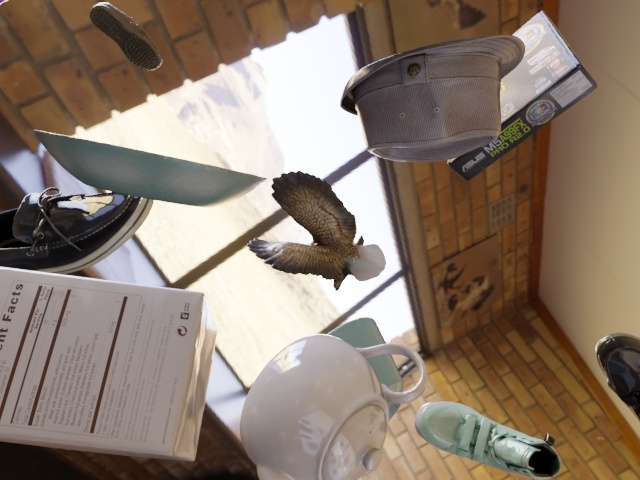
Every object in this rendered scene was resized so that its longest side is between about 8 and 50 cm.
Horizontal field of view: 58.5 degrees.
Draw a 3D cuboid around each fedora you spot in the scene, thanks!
[{"bbox_3d":[0.168,-0.188,0.843,0.244,0.275,0.125,36,46,-81],"label":"fedora"}]

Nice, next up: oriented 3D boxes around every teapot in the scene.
[{"bbox_3d":[0.020,0.276,0.868,0.187,0.256,0.252,25,10,38],"label":"teapot"}]

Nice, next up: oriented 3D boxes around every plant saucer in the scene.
[{"bbox_3d":[-0.144,-0.056,0.495,0.195,0.194,0.038,-145,-114,-79],"label":"plant saucer"}]

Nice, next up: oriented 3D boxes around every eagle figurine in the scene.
[{"bbox_3d":[-0.009,0.005,1.383,0.298,0.225,0.226,42,16,-43],"label":"eagle figurine"}]

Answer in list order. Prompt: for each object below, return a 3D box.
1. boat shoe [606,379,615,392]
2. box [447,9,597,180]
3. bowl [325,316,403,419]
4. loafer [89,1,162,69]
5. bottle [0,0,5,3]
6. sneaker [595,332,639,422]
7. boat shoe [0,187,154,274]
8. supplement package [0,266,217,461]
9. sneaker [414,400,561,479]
[{"bbox_3d":[0.619,0.163,0.962,0.113,0.306,0.105,40,5,-15],"label":"boat shoe"},{"bbox_3d":[0.339,-0.266,1.054,0.060,0.270,0.216,33,36,-29],"label":"box"},{"bbox_3d":[0.050,0.321,1.163,0.163,0.311,0.312,45,-14,26],"label":"bowl"},{"bbox_3d":[-0.339,-0.367,1.016,0.148,0.056,0.050,46,30,-44],"label":"loafer"},{"bbox_3d":[-0.719,-0.596,1.262,0.118,0.283,0.092,34,-1,-29],"label":"bottle"},{"bbox_3d":[0.482,0.235,0.809,0.222,0.083,0.118,49,22,-7],"label":"sneaker"},{"bbox_3d":[-0.614,-0.027,1.307,0.187,0.499,0.156,-88,156,-46],"label":"boat shoe"},{"bbox_3d":[-0.285,0.148,0.665,0.177,0.292,0.176,99,-2,-67],"label":"supplement package"},{"bbox_3d":[0.308,0.359,1.039,0.255,0.094,0.151,21,-17,-7],"label":"sneaker"}]
